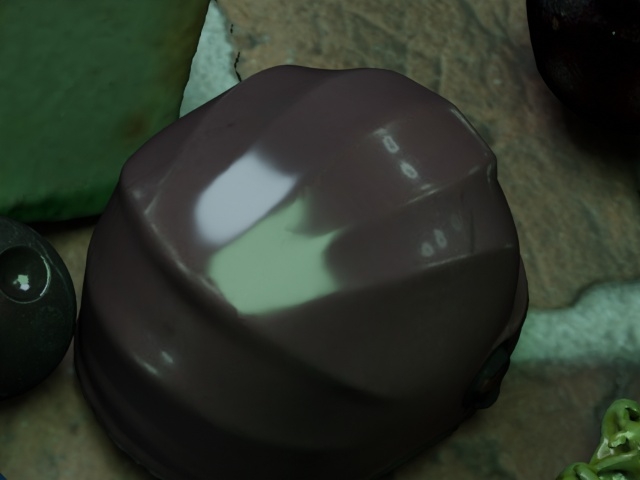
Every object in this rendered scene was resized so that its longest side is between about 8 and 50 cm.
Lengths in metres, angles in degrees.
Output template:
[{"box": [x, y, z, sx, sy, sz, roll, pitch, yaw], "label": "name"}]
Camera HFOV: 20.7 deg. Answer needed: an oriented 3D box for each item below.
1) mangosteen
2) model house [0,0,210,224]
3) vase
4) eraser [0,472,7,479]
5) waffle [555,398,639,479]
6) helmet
[{"box": [0.257, -0.162, 1.274, 0.230, 0.194, 0.194, 22, 52, -28], "label": "mangosteen"}, {"box": [-0.268, -0.176, 1.155, 0.312, 0.245, 0.280, -7, 36, -37], "label": "model house"}, {"box": [-0.212, 0.054, 1.040, 0.120, 0.120, 0.183, 14, 17, -2], "label": "vase"}, {"box": [-0.225, 0.134, 1.000, 0.312, 0.144, 0.042, 43, 86, 14], "label": "eraser"}, {"box": [0.264, 0.250, 1.066, 0.317, 0.073, 0.297, 22, 56, 3], "label": "waffle"}, {"box": [0.000, 0.000, 1.104, 0.338, 0.197, 0.271, -35, 68, -27], "label": "helmet"}]
